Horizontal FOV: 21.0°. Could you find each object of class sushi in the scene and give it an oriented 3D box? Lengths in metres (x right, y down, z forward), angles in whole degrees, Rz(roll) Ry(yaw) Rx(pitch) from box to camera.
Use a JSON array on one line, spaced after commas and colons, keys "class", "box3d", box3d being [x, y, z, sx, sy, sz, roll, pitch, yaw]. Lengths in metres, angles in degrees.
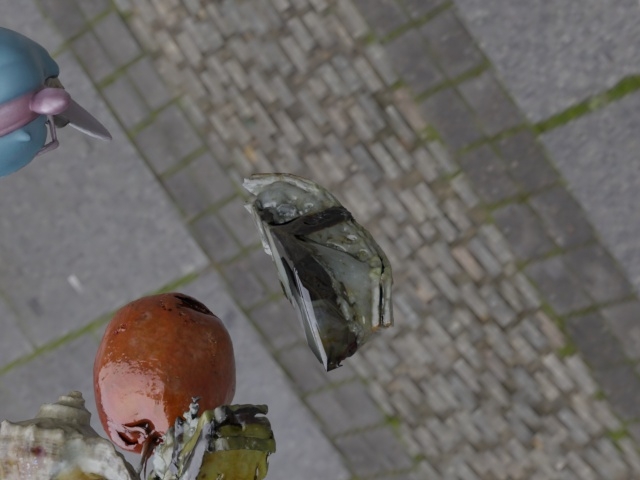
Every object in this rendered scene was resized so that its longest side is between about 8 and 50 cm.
[{"class": "sushi", "box3d": [-0.136, 0.287, 2.217, 0.291, 0.139, 0.131, 127, 140, -50]}, {"class": "sushi", "box3d": [0.001, 0.010, 1.883, 0.273, 0.109, 0.134, -122, 15, -58]}]

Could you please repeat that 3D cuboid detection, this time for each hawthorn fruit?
[{"class": "hawthorn fruit", "box3d": [-0.226, 0.216, 2.437, 0.211, 0.299, 0.211, 5, 130, 6]}]

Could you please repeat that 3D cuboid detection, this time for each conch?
[{"class": "conch", "box3d": [-0.232, 0.261, 1.570, 0.178, 0.245, 0.163, 4, 167, 46]}]

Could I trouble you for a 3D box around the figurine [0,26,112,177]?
[{"class": "figurine", "box3d": [-0.259, -0.096, 1.202, 0.260, 0.205, 0.103, -137, 33, -75]}]
